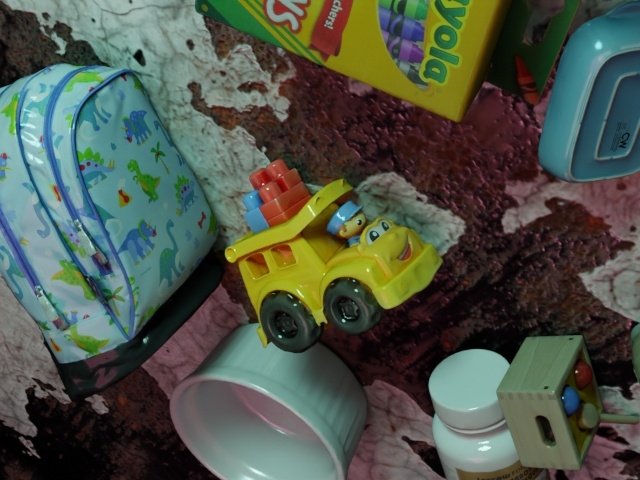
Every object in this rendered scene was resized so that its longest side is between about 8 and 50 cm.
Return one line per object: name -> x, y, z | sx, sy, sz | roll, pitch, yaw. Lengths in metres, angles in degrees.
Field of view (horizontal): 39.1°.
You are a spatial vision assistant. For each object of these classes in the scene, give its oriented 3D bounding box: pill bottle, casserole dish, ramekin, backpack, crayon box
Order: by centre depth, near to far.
crayon box -> 0.054, -0.232, 0.738 | 0.318, 0.081, 0.202 | 24, 137, 12
casserole dish -> 0.258, -0.117, 0.789 | 0.114, 0.037, 0.188 | -8, 136, -11
backpack -> -0.275, -0.037, 1.096 | 0.273, 0.290, 0.356 | -29, 103, 36
pill bottle -> 0.211, 0.254, 1.132 | 0.131, 0.131, 0.229 | 2, 129, 31
ramekin -> -0.066, 0.249, 1.303 | 0.277, 0.135, 0.277 | 17, 135, 18

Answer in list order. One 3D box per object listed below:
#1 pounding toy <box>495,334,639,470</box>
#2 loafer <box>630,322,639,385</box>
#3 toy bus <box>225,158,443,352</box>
pounding toy -> 0.289, 0.193, 1.044 | 0.100, 0.130, 0.141 | -7, 116, 37
loafer -> 0.416, 0.198, 0.984 | 0.251, 0.087, 0.094 | 46, 137, -12
toy bus -> 0.000, 0.000, 1.047 | 0.220, 0.149, 0.211 | -20, 100, 40
